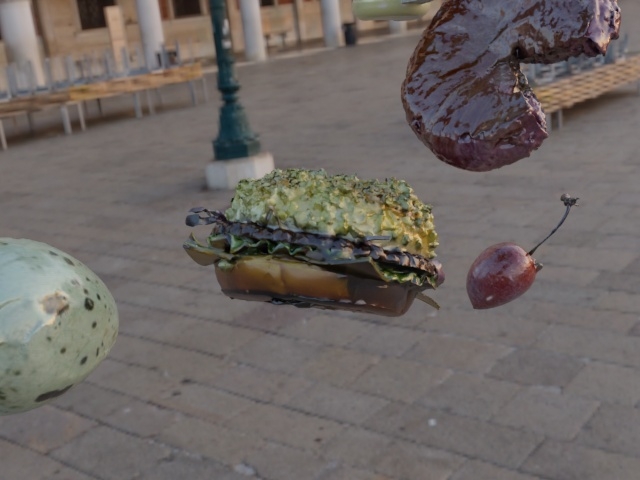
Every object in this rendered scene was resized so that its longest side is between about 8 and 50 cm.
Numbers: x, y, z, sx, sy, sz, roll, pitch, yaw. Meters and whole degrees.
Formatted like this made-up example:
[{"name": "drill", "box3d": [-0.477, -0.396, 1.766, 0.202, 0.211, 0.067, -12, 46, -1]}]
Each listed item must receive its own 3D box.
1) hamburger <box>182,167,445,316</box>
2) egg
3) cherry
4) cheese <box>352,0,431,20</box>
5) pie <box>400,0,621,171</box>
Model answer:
[{"name": "hamburger", "box3d": [0.000, 0.000, 0.850, 0.243, 0.138, 0.262, 5, -5, 25]}, {"name": "egg", "box3d": [-0.217, 0.060, 0.623, 0.131, 0.131, 0.164, 8, 8, 41]}, {"name": "cherry", "box3d": [0.309, 0.020, 1.311, 0.225, 0.090, 0.107, -45, -15, 6]}, {"name": "cheese", "box3d": [0.142, -0.395, 1.415, 0.127, 0.054, 0.251, -3, 12, -15]}, {"name": "pie", "box3d": [0.169, -0.170, 0.812, 0.204, 0.218, 0.054, 20, -8, 47]}]
